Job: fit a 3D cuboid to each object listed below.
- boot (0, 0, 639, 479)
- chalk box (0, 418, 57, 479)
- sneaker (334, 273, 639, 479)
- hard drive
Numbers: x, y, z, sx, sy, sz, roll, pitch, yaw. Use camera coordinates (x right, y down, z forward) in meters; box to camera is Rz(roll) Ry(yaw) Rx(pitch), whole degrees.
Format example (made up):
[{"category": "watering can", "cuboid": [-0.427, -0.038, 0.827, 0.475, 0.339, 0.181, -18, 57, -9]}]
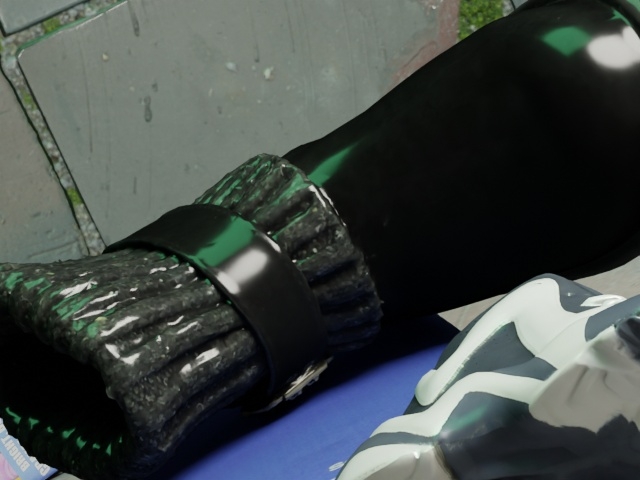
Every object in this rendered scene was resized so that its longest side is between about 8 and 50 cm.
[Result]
[{"category": "boot", "cuboid": [0.001, 0.004, 0.884, 0.260, 0.131, 0.348, -20, -7, -35]}, {"category": "chalk box", "cuboid": [-0.268, 0.128, 1.267, 0.132, 0.132, 0.213, -16, 12, 45]}, {"category": "sneaker", "cuboid": [0.119, 0.046, 0.678, 0.235, 0.094, 0.153, -33, 12, 24]}, {"category": "hard drive", "cuboid": [-0.013, 0.106, 0.915, 0.210, 0.040, 0.318, -25, 7, -3]}]
